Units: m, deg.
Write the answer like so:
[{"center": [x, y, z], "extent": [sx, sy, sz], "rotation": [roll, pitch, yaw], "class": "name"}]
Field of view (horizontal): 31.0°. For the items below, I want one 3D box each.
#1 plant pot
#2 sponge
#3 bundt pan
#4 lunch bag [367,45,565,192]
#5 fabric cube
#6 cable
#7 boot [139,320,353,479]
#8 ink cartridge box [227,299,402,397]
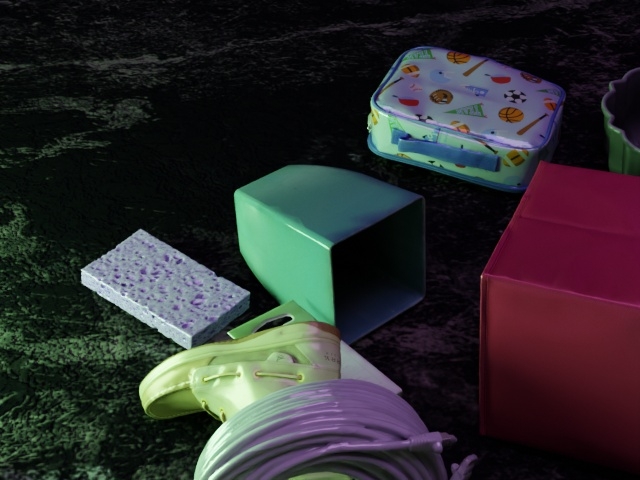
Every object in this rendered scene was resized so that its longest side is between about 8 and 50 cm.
[{"center": [0.000, 0.000, 1.546], "extent": [0.165, 0.165, 0.234], "rotation": [-28, 40, -32], "class": "plant pot"}, {"center": [-0.209, 0.063, 1.548], "extent": [0.210, 0.031, 0.117], "rotation": [28, 45, 28], "class": "sponge"}, {"center": [0.586, -0.139, 1.772], "extent": [0.331, 0.124, 0.331], "rotation": [2, 38, -2], "class": "bundt pan"}, {"center": [0.225, -0.190, 1.828], "extent": [0.303, 0.115, 0.243], "rotation": [15, 43, 14], "class": "lunch bag"}, {"center": [0.346, 0.090, 1.352], "extent": [0.258, 0.254, 0.259], "rotation": [11, 40, 22], "class": "fabric cube"}, {"center": [-0.003, 0.251, 1.145], "extent": [0.257, 0.257, 0.089], "rotation": [12, 31, -16], "class": "cable"}, {"center": [-0.088, 0.218, 1.300], "extent": [0.262, 0.095, 0.203], "rotation": [-17, 61, 19], "class": "boot"}, {"center": [-0.010, 0.168, 1.403], "extent": [0.109, 0.062, 0.209], "rotation": [-26, 46, -31], "class": "ink cartridge box"}]
